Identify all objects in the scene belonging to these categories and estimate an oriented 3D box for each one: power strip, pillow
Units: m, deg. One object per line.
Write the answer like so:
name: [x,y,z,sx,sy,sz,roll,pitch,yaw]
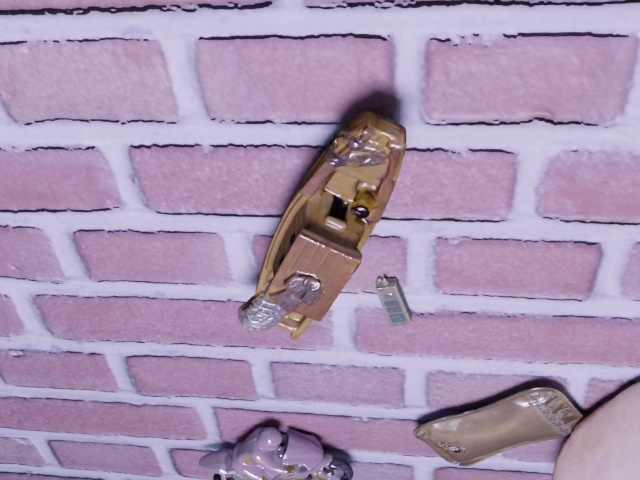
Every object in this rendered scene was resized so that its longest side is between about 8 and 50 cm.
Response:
power strip: [0.084,0.071,0.927,0.027,0.017,0.083,-10,134,18]
pillow: [0.238,0.250,1.068,0.218,0.033,0.130,-24,129,29]

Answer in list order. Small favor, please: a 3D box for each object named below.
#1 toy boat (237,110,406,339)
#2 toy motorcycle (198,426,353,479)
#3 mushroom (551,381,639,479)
toy boat: [0.000,0.000,0.799,0.089,0.121,0.321,24,134,-7]
toy motorcycle: [-0.073,0.328,1.176,0.225,0.073,0.152,-11,131,18]
mushroom: [0.492,0.298,0.974,0.314,0.224,0.397,15,143,-25]
